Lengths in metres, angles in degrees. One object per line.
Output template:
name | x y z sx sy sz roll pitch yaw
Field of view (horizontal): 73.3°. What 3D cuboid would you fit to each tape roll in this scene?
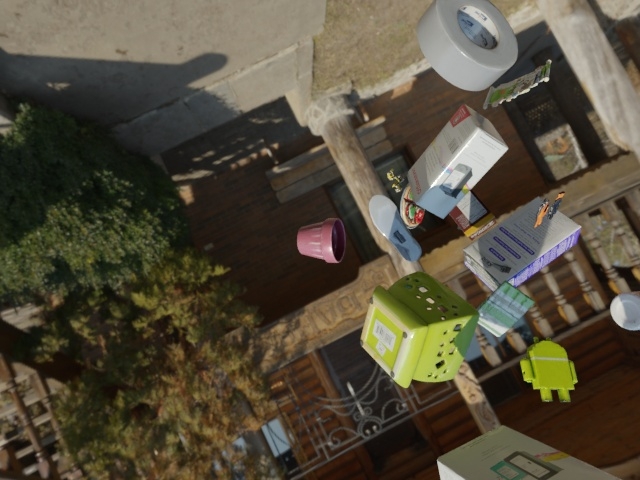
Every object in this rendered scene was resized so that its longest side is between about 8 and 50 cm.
tape roll | 0.320 -0.438 0.936 0.219 0.219 0.072 -24 171 -30

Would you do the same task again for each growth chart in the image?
growth chart | 0.704 -0.554 1.545 0.237 0.021 0.172 -18 -148 37

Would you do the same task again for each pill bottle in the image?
pill bottle | 1.071 0.223 1.401 0.221 0.121 0.121 -1 165 -23

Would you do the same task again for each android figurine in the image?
android figurine | 0.982 0.550 1.849 0.248 0.273 0.056 3 153 -9

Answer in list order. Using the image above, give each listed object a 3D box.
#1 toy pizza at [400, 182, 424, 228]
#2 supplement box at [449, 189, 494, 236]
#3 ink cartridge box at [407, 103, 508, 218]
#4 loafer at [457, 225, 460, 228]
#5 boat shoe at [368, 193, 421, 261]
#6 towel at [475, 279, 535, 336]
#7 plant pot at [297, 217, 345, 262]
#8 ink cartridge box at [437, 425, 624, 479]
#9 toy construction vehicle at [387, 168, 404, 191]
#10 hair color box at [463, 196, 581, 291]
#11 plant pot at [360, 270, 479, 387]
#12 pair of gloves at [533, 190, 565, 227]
toy pizza | 0.382 -0.146 1.726 0.032 0.202 0.201 11 -157 39
supplement box | 0.613 -0.119 1.788 0.129 0.194 0.191 -39 160 16
ink cartridge box | 0.439 -0.261 1.424 0.306 0.131 0.226 -55 -162 33
loafer | 0.771 -0.086 2.160 0.169 0.061 0.062 -6 172 3
boat shoe | 0.240 -0.041 1.437 0.095 0.258 0.084 -31 -171 4
towel | 0.529 0.199 1.257 0.152 0.113 0.023 -54 -177 22
plant pot | 0.000 0.000 1.960 0.180 0.202 0.201 0 -175 21
ink cartridge box | 0.396 0.520 0.807 0.197 0.198 0.270 -13 -177 -23
toy construction vehicle | 0.337 -0.271 1.944 0.035 0.098 0.086 -33 -170 47
hair color box | 0.686 0.020 1.482 0.338 0.185 0.110 -33 141 -6
plant pot | 0.244 0.238 1.150 0.207 0.227 0.228 -5 -151 -32
pair of gloves | 0.516 -0.071 0.975 0.083 0.010 0.074 -22 134 -26
